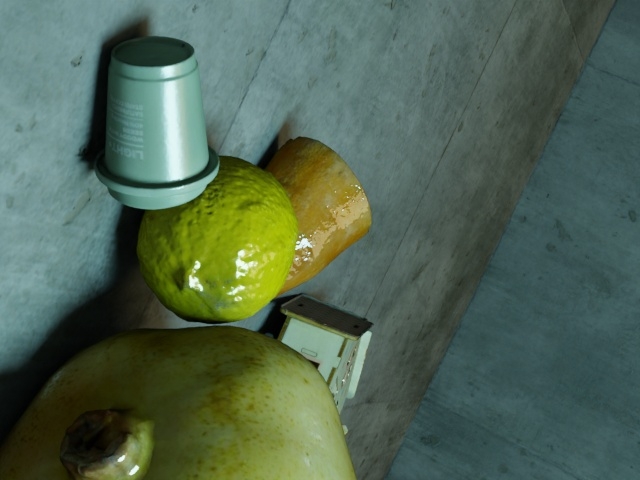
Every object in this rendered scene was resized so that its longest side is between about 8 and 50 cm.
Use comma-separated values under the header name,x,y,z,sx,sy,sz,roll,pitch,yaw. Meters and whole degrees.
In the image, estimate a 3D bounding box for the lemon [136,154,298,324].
name,x,y,z,sx,sy,sz,roll,pitch,yaw
lemon,-0.110,-0.002,1.322,0.193,0.180,0.180,-19,134,-82

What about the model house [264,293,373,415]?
name,x,y,z,sx,sy,sz,roll,pitch,yaw
model house,-0.028,0.196,1.906,0.326,0.169,0.244,85,28,-62

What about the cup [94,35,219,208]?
name,x,y,z,sx,sy,sz,roll,pitch,yaw
cup,-0.158,-0.114,1.159,0.120,0.120,0.141,-43,140,-48

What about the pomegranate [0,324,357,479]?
name,x,y,z,sx,sy,sz,roll,pitch,yaw
pomegranate,-0.144,0.272,1.266,0.416,0.416,0.416,-54,160,-29

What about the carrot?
name,x,y,z,sx,sy,sz,roll,pitch,yaw
carrot,-0.064,-0.004,1.558,0.225,0.159,0.159,-41,155,-22
